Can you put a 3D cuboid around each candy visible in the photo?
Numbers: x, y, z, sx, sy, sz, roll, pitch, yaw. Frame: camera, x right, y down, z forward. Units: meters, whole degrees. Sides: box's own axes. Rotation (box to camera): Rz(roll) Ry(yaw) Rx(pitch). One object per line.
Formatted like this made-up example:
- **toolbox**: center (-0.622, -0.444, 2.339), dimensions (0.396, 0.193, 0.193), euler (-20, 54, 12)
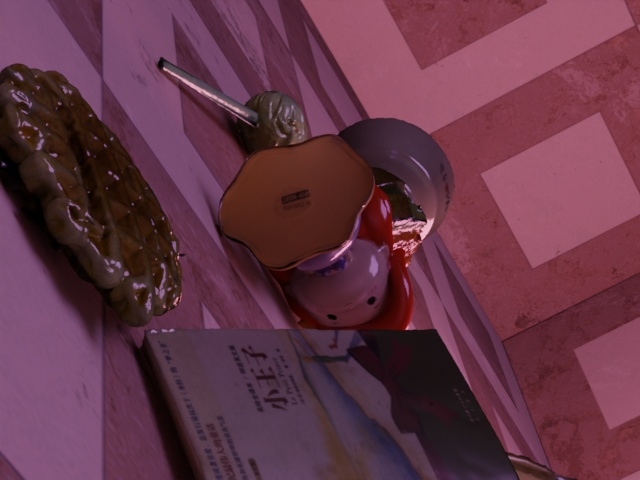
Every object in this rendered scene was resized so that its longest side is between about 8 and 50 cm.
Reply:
- **candy**: center (-0.110, -0.163, 1.866), dimensions (0.092, 0.093, 0.335), euler (19, -2, 27)

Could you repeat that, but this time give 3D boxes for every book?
- **book**: center (0.019, 0.148, 1.184), dimensions (0.289, 0.026, 0.201), euler (1, 48, -36)

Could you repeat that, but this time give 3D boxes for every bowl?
- **bowl**: center (0.086, -0.064, 2.279), dimensions (0.211, 0.211, 0.112), euler (60, 23, -16)

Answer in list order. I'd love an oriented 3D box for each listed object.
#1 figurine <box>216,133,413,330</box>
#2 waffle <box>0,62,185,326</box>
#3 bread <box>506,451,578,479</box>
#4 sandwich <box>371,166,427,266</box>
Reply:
- **figurine**: center (0.009, 0.000, 1.700), dimensions (0.208, 0.181, 0.257), euler (35, -13, 28)
- **waffle**: center (-0.169, -0.037, 1.137), dimensions (0.214, 0.054, 0.208), euler (55, 13, -8)
- **bread**: center (0.122, 0.262, 1.417), dimensions (0.405, 0.242, 0.346), euler (60, 6, -37)
- **sandwich**: center (0.049, -0.006, 2.151), dimensions (0.184, 0.160, 0.109), euler (-14, 47, -40)
